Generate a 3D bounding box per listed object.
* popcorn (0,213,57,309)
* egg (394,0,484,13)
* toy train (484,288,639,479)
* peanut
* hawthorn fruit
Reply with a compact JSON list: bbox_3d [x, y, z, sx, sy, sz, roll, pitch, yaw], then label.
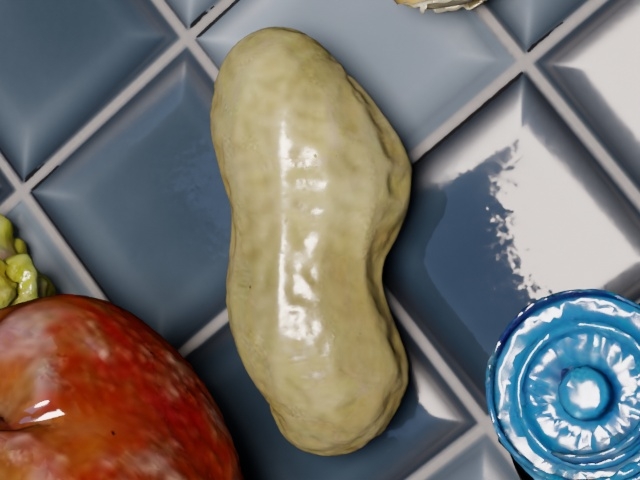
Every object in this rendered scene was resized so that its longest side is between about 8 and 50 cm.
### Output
[{"bbox_3d":[-0.248,0.043,0.943,0.126,0.145,0.126,34,95,7],"label":"popcorn"},{"bbox_3d":[0.075,-0.188,0.865,0.080,0.080,0.096,1,95,18],"label":"egg"},{"bbox_3d":[0.249,0.100,0.742,0.300,0.188,0.265,-44,70,6],"label":"toy train"},{"bbox_3d":[0.000,0.000,0.885,0.125,0.111,0.274,-6,93,3],"label":"peanut"},{"bbox_3d":[-0.172,0.181,0.832,0.284,0.284,0.284,0,91,18],"label":"hawthorn fruit"}]
